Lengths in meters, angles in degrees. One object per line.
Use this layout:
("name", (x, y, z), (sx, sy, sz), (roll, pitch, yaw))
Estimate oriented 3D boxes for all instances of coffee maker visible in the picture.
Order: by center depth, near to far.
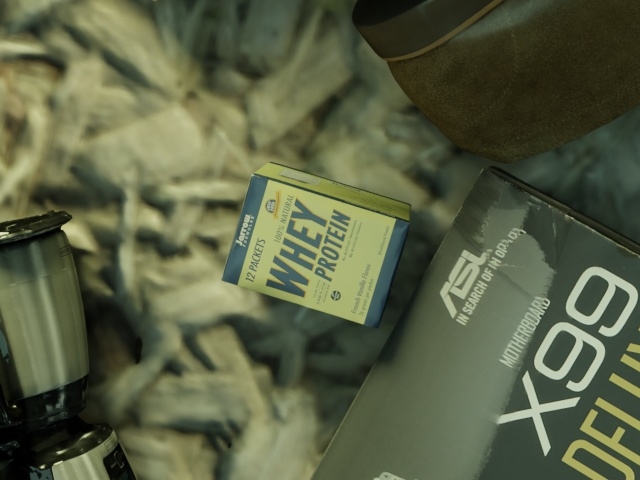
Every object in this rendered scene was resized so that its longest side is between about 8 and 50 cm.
("coffee maker", (-0.190, 0.087, 0.731), (0.171, 0.120, 0.178), (-10, 96, 29))

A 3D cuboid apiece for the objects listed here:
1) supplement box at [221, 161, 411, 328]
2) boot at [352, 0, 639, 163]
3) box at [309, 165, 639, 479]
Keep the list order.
("supplement box", (0.000, 0.000, 0.709), (0.083, 0.083, 0.056), (17, 99, 2))
("boot", (0.172, -0.153, 0.681), (0.305, 0.112, 0.115), (-33, 114, 11))
("box", (0.118, 0.152, 0.699), (0.242, 0.076, 0.307), (31, 99, 14))
